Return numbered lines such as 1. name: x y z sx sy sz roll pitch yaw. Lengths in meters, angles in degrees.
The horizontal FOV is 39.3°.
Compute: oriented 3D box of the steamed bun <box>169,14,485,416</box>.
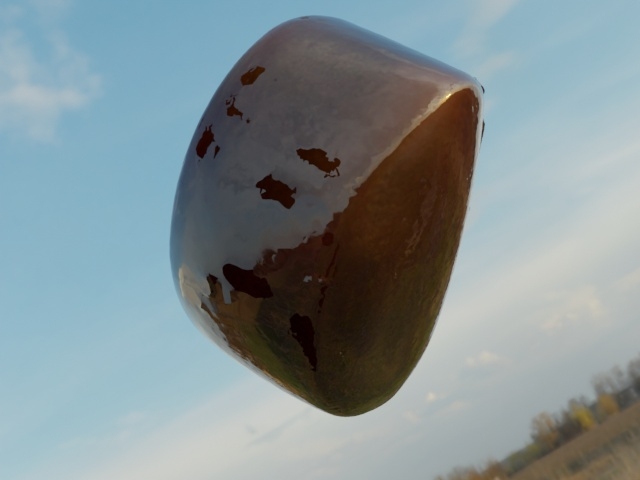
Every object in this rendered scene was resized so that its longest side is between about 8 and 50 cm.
1. steamed bun: 0.000 0.000 0.841 0.248 0.235 0.379 -35 -34 -41
